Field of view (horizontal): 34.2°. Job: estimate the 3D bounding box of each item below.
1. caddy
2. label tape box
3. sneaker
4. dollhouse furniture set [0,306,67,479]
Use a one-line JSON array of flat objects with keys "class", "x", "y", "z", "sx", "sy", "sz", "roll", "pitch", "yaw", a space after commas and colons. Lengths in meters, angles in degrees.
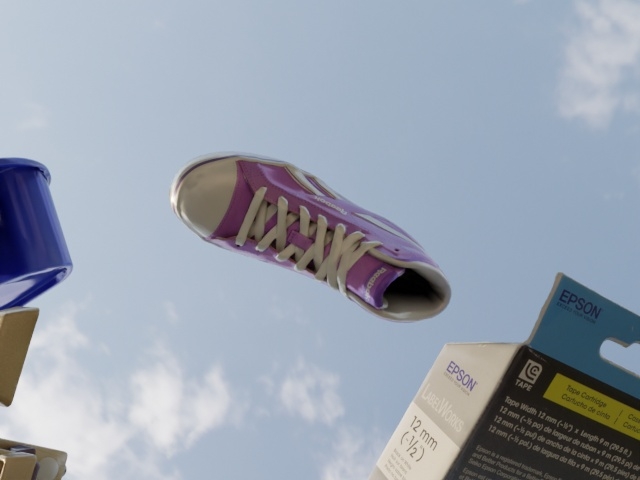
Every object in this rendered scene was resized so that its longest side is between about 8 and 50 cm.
[{"class": "caddy", "x": -0.464, "y": 0.008, "z": 1.268, "sx": 0.341, "sy": 0.241, "sz": 0.179, "roll": -28, "pitch": -100, "yaw": 33}, {"class": "label tape box", "x": 0.209, "y": 0.212, "z": 1.031, "sx": 0.249, "sy": 0.115, "sz": 0.348, "roll": 25, "pitch": -84, "yaw": -28}, {"class": "sneaker", "x": 0.001, "y": -0.001, "z": 0.982, "sx": 0.282, "sy": 0.161, "sz": 0.102, "roll": 18, "pitch": -78, "yaw": -22}, {"class": "dollhouse furniture set", "x": -0.173, "y": 0.104, "z": 0.659, "sx": 0.091, "sy": 0.081, "sz": 0.114, "roll": -2, "pitch": -111, "yaw": 44}]
